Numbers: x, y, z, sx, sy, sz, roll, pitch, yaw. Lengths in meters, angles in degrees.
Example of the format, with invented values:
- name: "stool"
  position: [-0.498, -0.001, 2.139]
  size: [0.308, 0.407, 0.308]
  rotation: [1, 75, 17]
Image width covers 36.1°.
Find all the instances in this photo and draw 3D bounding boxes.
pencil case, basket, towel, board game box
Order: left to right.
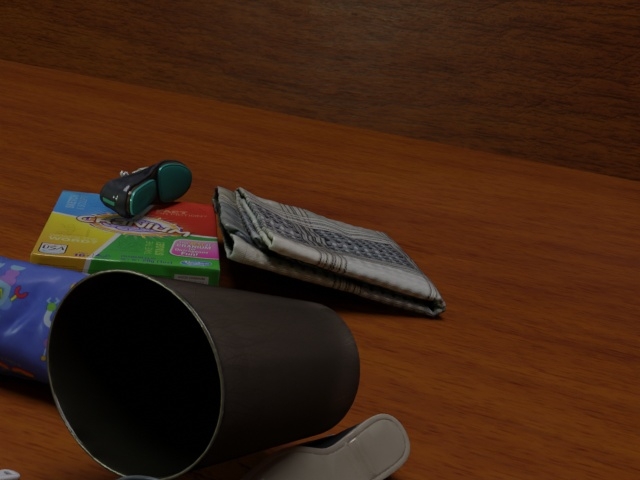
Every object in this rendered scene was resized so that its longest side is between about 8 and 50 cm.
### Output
- name: "pencil case"
  position: [-0.253, 0.100, 1.009]
  size: [0.306, 0.133, 0.119]
  rotation: [13, -25, 15]
- name: "board game box"
  position: [-0.268, 0.010, 1.394]
  size: [0.242, 0.064, 0.316]
  rotation: [5, 17, -9]
- name: "basket"
  position: [-0.080, 0.112, 0.841]
  size: [0.204, 0.154, 0.227]
  rotation: [22, 9, 37]
- name: "towel"
  position: [0.000, 0.000, 1.458]
  size: [0.324, 0.056, 0.312]
  rotation: [16, 15, -16]

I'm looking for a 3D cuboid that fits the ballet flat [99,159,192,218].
- name: "ballet flat"
  position: [-0.265, -0.083, 1.473]
  size: [0.074, 0.074, 0.203]
  rotation: [13, 19, 16]

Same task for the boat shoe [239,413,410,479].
- name: "boat shoe"
  position: [-0.006, 0.215, 0.875]
  size: [0.206, 0.075, 0.065]
  rotation: [-16, -15, -43]

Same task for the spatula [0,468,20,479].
- name: "spatula"
  position: [-0.365, 0.177, 0.773]
  size: [0.168, 0.019, 0.242]
  rotation: [16, -1, 28]

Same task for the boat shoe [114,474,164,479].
- name: "boat shoe"
  position: [-0.019, 0.244, 0.659]
  size: [0.320, 0.099, 0.116]
  rotation: [14, 18, 19]
